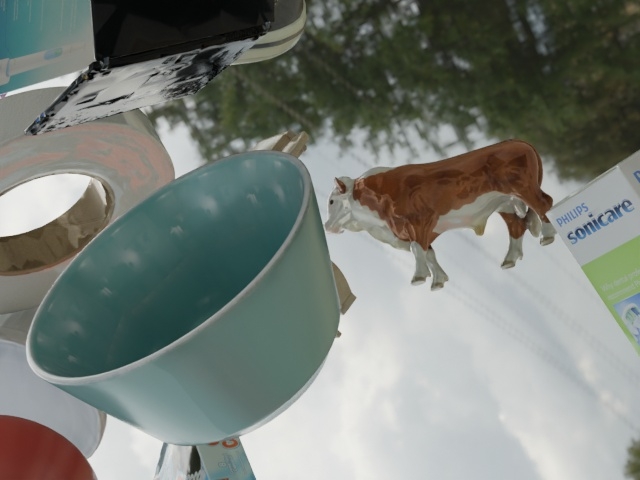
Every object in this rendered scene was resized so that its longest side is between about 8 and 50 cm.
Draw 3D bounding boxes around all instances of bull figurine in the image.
[{"bbox_3d":[0.160,-0.038,1.586,0.101,0.310,0.188,76,176,-71],"label":"bull figurine"}]

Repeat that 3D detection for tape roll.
[{"bbox_3d":[-0.383,-0.043,1.581,0.392,0.392,0.072,26,-151,-59],"label":"tape roll"}]

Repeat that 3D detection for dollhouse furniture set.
[{"bbox_3d":[0.000,0.000,2.017,0.355,0.303,0.174,45,-114,-17],"label":"dollhouse furniture set"}]

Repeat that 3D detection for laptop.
[{"bbox_3d":[-0.176,-0.238,1.213,0.234,0.264,0.136,-21,-95,-41],"label":"laptop"}]

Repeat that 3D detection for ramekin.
[{"bbox_3d":[-0.434,0.207,1.771,0.273,0.273,0.127,56,-152,-25],"label":"ramekin"}]

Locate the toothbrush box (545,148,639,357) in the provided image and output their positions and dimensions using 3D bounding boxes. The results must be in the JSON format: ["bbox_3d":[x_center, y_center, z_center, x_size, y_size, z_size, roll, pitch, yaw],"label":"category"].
[{"bbox_3d":[0.372,0.030,1.060,0.206,0.122,0.283,-29,-97,-29],"label":"toothbrush box"}]

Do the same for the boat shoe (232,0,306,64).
[{"bbox_3d":[-0.104,-0.368,1.559,0.500,0.187,0.156,-79,-17,-55],"label":"boat shoe"}]

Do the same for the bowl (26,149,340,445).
[{"bbox_3d":[-0.104,0.074,1.131,0.163,0.312,0.311,56,-156,-27],"label":"bowl"}]

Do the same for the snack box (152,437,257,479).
[{"bbox_3d":[-0.148,0.348,1.385,0.060,0.322,0.187,-1,-141,-26],"label":"snack box"}]

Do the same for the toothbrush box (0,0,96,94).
[{"bbox_3d":[-0.424,-0.345,1.713,0.126,0.216,0.295,36,-138,28],"label":"toothbrush box"}]

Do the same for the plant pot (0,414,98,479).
[{"bbox_3d":[-0.374,0.347,1.299,0.275,0.275,0.243,62,174,-10],"label":"plant pot"}]

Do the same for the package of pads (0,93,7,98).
[{"bbox_3d":[-0.569,-0.300,2.144,0.050,0.083,0.032,36,170,-19],"label":"package of pads"}]
